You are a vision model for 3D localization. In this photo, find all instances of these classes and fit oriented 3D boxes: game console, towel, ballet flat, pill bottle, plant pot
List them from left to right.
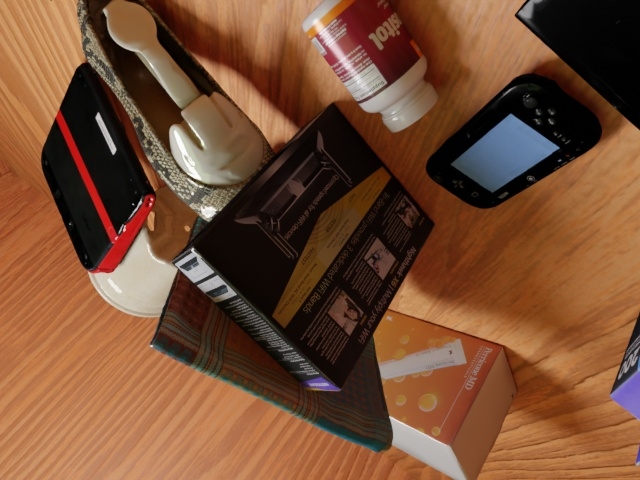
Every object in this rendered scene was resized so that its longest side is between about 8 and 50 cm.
[{"bbox_3d":[-0.518,-0.149,1.087,0.342,0.060,0.387,-42,71,33],"label":"game console"},{"bbox_3d":[-0.388,0.007,1.213,0.334,0.334,0.305,47,142,-14],"label":"plant pot"},{"bbox_3d":[-0.208,-0.200,0.689,0.483,0.164,0.182,50,164,9],"label":"ballet flat"},{"bbox_3d":[-0.046,0.129,0.700,0.370,0.272,0.040,34,118,-23],"label":"towel"},{"bbox_3d":[0.058,-0.196,0.507,0.152,0.086,0.086,48,153,-19],"label":"pill bottle"},{"bbox_3d":[0.236,-0.113,0.451,0.213,0.044,0.361,41,155,-1],"label":"game console"}]

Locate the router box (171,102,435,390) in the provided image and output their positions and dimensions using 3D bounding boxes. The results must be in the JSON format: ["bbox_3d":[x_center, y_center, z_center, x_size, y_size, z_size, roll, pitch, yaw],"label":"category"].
[{"bbox_3d":[0.000,0.000,0.636,0.243,0.309,0.081,47,145,-14],"label":"router box"}]

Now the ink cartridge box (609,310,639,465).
[{"bbox_3d":[0.336,0.081,0.435,0.045,0.208,0.206,24,150,24],"label":"ink cartridge box"}]

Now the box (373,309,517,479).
[{"bbox_3d":[0.181,0.293,0.969,0.345,0.215,0.168,12,142,44],"label":"box"}]
